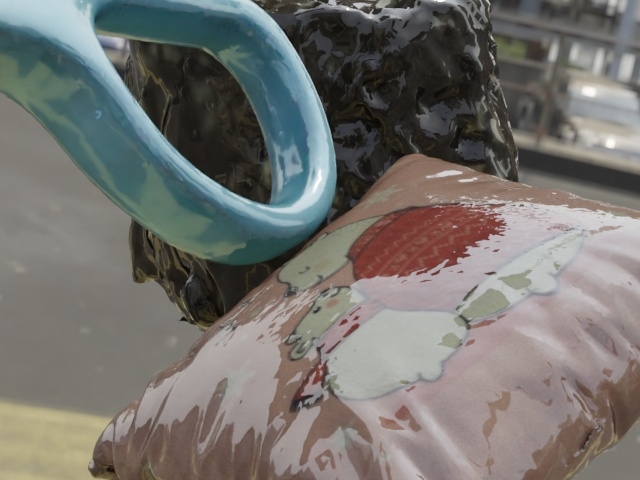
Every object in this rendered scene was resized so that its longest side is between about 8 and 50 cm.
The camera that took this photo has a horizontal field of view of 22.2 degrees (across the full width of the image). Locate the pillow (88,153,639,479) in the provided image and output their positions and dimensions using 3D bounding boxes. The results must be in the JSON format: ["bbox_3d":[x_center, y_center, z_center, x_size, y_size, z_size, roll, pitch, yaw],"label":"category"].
[{"bbox_3d":[0.040,0.047,0.654,0.223,0.084,0.236,12,44,47],"label":"pillow"}]

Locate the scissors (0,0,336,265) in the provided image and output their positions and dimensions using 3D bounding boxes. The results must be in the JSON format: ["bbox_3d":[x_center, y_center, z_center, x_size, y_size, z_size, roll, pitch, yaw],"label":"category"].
[{"bbox_3d":[-0.141,-0.079,0.367,0.447,0.029,0.192,0,59,-59],"label":"scissors"}]

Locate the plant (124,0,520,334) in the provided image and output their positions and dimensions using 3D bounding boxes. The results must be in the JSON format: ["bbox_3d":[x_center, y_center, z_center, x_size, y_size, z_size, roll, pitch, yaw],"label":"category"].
[{"bbox_3d":[0.000,0.000,0.957,0.213,0.312,0.215,-9,19,-26],"label":"plant"}]
